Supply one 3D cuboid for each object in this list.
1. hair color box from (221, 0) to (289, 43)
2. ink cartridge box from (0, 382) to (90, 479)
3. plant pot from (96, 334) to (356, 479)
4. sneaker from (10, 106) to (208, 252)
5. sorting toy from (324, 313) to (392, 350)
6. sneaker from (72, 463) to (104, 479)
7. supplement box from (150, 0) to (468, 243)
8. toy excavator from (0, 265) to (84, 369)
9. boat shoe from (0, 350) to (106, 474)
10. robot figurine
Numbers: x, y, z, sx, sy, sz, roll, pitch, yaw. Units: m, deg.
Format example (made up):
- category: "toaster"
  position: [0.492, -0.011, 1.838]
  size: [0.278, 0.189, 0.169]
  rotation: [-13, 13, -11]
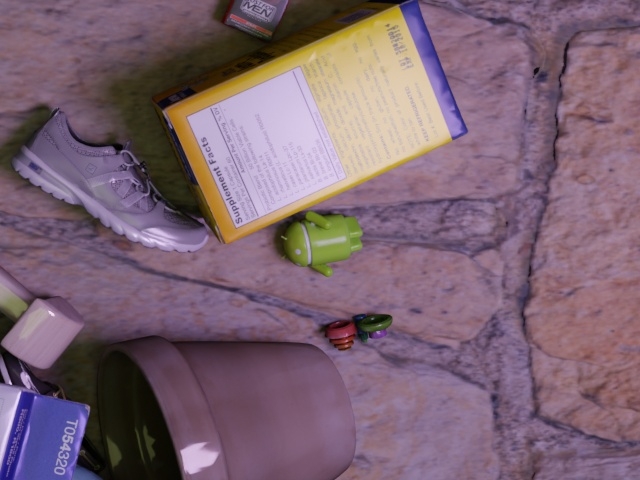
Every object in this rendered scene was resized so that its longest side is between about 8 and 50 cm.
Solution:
- category: "hair color box"
  position: [-0.073, -0.345, 1.827]
  size: [0.072, 0.043, 0.141]
  rotation: [22, 95, -13]
- category: "ink cartridge box"
  position: [-0.471, 0.317, 1.614]
  size: [0.330, 0.071, 0.324]
  rotation: [14, 82, -13]
- category: "plant pot"
  position: [-0.117, 0.265, 1.827]
  size: [0.280, 0.323, 0.323]
  rotation: [-12, 104, -26]
- category: "sneaker"
  position: [-0.266, -0.076, 1.807]
  size: [0.281, 0.105, 0.115]
  rotation: [29, 94, -15]
- category: "sorting toy"
  position: [0.058, 0.135, 1.941]
  size: [0.102, 0.061, 0.042]
  rotation: [-9, 104, 14]
- category: "sneaker"
  position: [-0.382, 0.452, 1.878]
  size: [0.150, 0.135, 0.366]
  rotation: [44, 114, 22]
- category: "supplement box"
  position: [-0.021, -0.167, 1.795]
  size: [0.356, 0.195, 0.194]
  rotation: [-24, 104, -7]
- category: "toy excavator"
  position: [-0.540, -0.032, 1.715]
  size: [0.433, 0.445, 0.222]
  rotation: [40, 93, 25]
- category: "boat shoe"
  position: [-0.373, 0.239, 1.863]
  size: [0.069, 0.081, 0.227]
  rotation: [-26, 112, -6]
- category: "robot figurine"
  position: [0.000, 0.000, 1.897]
  size: [0.115, 0.067, 0.101]
  rotation: [-10, 133, -11]
